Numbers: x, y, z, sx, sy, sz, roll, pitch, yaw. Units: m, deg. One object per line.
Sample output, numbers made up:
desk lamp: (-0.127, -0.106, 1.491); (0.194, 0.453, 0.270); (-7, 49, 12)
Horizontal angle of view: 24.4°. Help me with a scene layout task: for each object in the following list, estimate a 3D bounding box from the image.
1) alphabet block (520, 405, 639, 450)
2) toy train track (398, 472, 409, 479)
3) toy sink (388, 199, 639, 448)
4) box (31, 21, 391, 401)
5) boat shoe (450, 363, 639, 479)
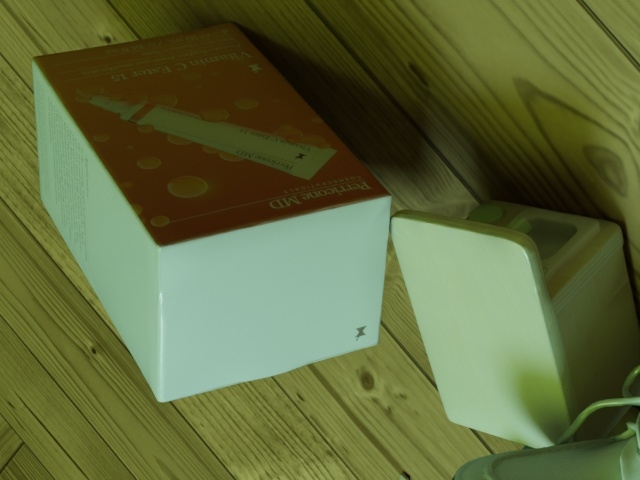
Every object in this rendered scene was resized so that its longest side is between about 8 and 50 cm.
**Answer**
alphabet block: (0.257, 0.284, 1.359); (0.197, 0.193, 0.192); (36, 144, 22)
toy train track: (0.091, 0.297, 1.716); (0.048, 0.014, 0.083); (42, 139, 26)
toy sink: (0.179, 0.051, 1.296); (0.153, 0.131, 0.234); (12, 132, 43)
box: (-0.111, -0.040, 1.361); (0.345, 0.215, 0.168); (50, 146, 46)
boat shoe: (0.286, 0.172, 1.172); (0.367, 0.136, 0.156); (3, 118, 4)
